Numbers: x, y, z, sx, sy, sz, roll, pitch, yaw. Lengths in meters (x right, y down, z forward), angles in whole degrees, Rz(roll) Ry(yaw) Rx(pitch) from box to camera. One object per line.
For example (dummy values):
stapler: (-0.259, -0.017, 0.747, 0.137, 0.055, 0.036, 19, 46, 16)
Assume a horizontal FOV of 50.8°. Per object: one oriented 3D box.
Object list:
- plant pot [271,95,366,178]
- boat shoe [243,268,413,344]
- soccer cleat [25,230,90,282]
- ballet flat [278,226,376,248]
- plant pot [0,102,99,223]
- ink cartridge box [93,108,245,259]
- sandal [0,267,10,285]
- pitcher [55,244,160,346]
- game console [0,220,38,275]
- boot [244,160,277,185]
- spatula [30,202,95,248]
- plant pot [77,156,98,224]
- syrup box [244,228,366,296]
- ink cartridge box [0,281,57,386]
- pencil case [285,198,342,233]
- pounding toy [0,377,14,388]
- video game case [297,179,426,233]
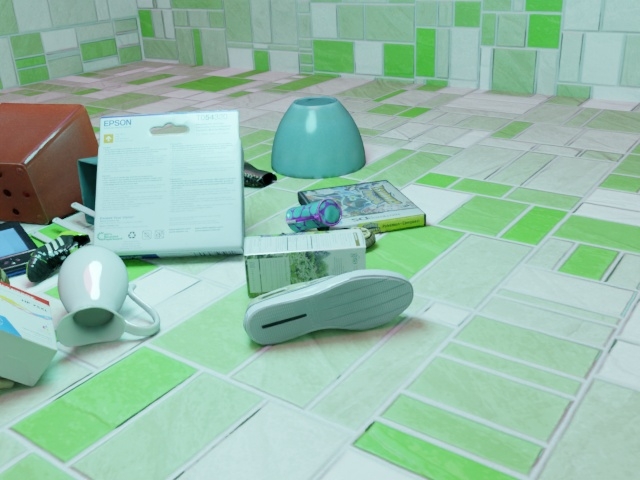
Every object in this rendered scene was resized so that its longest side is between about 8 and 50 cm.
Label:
plant pot: (-0.010, -0.323, 2.027, 0.291, 0.195, 0.290, -2, 25, 1)
boat shoe: (0.010, 0.102, 1.188, 0.303, 0.109, 0.094, -10, 23, -8)
soccer cleat: (-0.564, 0.029, 1.452, 0.073, 0.060, 0.179, 1, 31, 15)
ballet flat: (0.000, 0.000, 1.470, 0.250, 0.058, 0.084, -7, 25, -9)
plant pot: (-0.749, -0.184, 1.760, 0.267, 0.267, 0.235, 4, 39, 16)
ink cartridge box: (-0.334, -0.124, 1.513, 0.325, 0.329, 0.071, -2, -17, 1)
sandal: (-0.658, 0.109, 1.298, 0.049, 0.072, 0.180, -17, 22, 6)
pitcher: (-0.390, 0.102, 1.239, 0.178, 0.125, 0.207, 10, 29, -24)
game console: (-0.783, -0.029, 1.488, 0.250, 0.173, 0.293, -18, 29, -30)
boot: (-0.232, -0.176, 1.879, 0.137, 0.076, 0.198, 21, 34, 33)
spatula: (-0.575, -0.024, 1.600, 0.242, 0.019, 0.168, 19, 53, 41)
plant pot: (-0.461, -0.141, 1.719, 0.166, 0.165, 0.234, 14, 27, 34)
syrup box: (-0.029, 0.043, 1.335, 0.237, 0.093, 0.096, -4, 24, -3)
ink cartridge box: (-0.529, 0.136, 1.130, 0.134, 0.078, 0.231, 31, 5, -33)
pencil case: (-0.018, -0.054, 1.516, 0.070, 0.064, 0.152, -22, 6, -33)
pounding toy: (-0.630, 0.192, 1.060, 0.237, 0.110, 0.183, 38, 8, 29)
video game case: (0.094, -0.082, 1.671, 0.249, 0.035, 0.275, -9, 25, -12)
